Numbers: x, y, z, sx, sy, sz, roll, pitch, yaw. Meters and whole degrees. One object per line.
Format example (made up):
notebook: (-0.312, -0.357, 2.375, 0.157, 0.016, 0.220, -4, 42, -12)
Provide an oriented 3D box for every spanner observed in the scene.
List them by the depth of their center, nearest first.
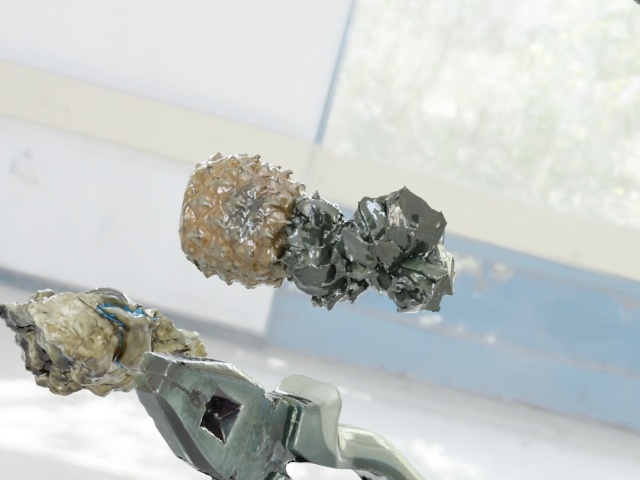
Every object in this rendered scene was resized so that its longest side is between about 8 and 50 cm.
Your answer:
spanner: (-0.007, 0.126, 0.793, 0.040, 0.095, 0.325, 14, -18, 32)

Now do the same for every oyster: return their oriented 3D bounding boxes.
oyster: (-0.214, 0.109, 1.530, 0.223, 0.083, 0.214, 17, -20, -24)

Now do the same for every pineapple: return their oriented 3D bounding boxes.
pineapple: (0.000, 0.000, 1.242, 0.237, 0.111, 0.119, 15, -4, 25)

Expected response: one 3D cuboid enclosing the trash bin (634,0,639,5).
trash bin: (0.248, -0.228, 0.858, 0.290, 0.182, 0.209, -27, 52, -24)
